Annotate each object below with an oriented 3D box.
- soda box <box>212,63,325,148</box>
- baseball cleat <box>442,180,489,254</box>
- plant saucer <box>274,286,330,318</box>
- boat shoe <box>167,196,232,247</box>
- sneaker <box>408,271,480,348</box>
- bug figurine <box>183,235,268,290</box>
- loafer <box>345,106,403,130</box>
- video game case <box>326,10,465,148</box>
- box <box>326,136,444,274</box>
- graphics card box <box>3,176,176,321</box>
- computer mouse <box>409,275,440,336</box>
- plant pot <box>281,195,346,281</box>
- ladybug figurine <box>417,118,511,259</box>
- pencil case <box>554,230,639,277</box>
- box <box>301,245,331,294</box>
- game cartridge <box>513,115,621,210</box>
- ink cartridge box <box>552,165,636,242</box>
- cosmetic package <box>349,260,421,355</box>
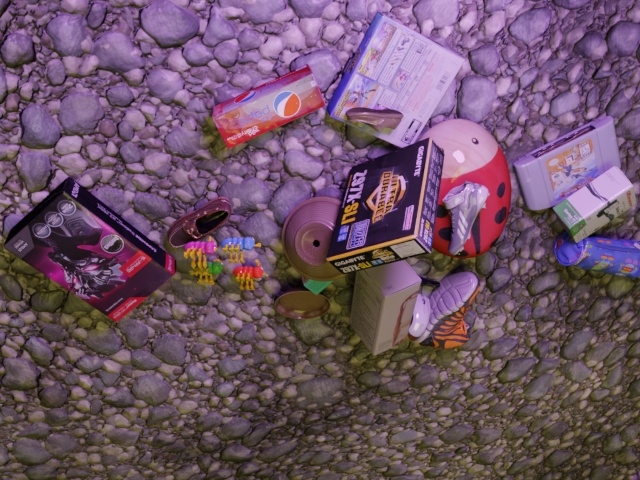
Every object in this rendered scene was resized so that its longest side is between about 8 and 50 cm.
[{"bbox_3d":[-0.127,-0.325,1.461,0.263,0.083,0.092,-23,124,3],"label":"soda box"},{"bbox_3d":[0.355,-0.062,1.567,0.109,0.072,0.206,18,114,-6],"label":"baseball cleat"},{"bbox_3d":[-0.054,0.186,1.819,0.168,0.029,0.168,-1,144,-1],"label":"plant saucer"},{"bbox_3d":[-0.327,-0.042,1.611,0.207,0.073,0.073,-35,124,13],"label":"boat shoe"},{"bbox_3d":[0.437,0.231,1.947,0.180,0.124,0.321,19,128,-28],"label":"sneaker"},{"bbox_3d":[-0.259,0.052,1.647,0.216,0.072,0.279,0,154,1],"label":"bug figurine"},{"bbox_3d":[0.132,-0.296,1.480,0.148,0.056,0.050,1,116,-13],"label":"loafer"},{"bbox_3d":[0.183,-0.389,1.502,0.244,0.061,0.269,19,117,-24],"label":"video game case"},{"bbox_3d":[0.164,-0.085,1.494,0.257,0.322,0.079,-18,133,39],"label":"box"},{"bbox_3d":[-0.595,0.034,1.588,0.233,0.094,0.371,-37,122,12],"label":"graphics card box"},{"bbox_3d":[0.316,0.203,1.864,0.106,0.193,0.042,20,159,-24],"label":"computer mouse"},{"bbox_3d":[0.000,0.000,1.622,0.237,0.110,0.237,2,97,13],"label":"plant pot"},{"bbox_3d":[0.396,-0.114,1.670,0.305,0.162,0.449,-22,125,2],"label":"ladybug figurine"},{"bbox_3d":[0.903,0.042,1.911,0.306,0.119,0.133,9,150,-18],"label":"pencil case"},{"bbox_3d":[0.049,0.040,1.732,0.244,0.100,0.060,-41,124,15],"label":"box"},{"bbox_3d":[0.721,-0.212,1.747,0.297,0.062,0.198,-27,120,6],"label":"game cartridge"},{"bbox_3d":[0.806,-0.102,1.765,0.208,0.087,0.153,-37,147,15],"label":"ink cartridge box"},{"bbox_3d":[0.185,0.184,1.776,0.129,0.153,0.296,-21,143,-21],"label":"cosmetic package"}]
